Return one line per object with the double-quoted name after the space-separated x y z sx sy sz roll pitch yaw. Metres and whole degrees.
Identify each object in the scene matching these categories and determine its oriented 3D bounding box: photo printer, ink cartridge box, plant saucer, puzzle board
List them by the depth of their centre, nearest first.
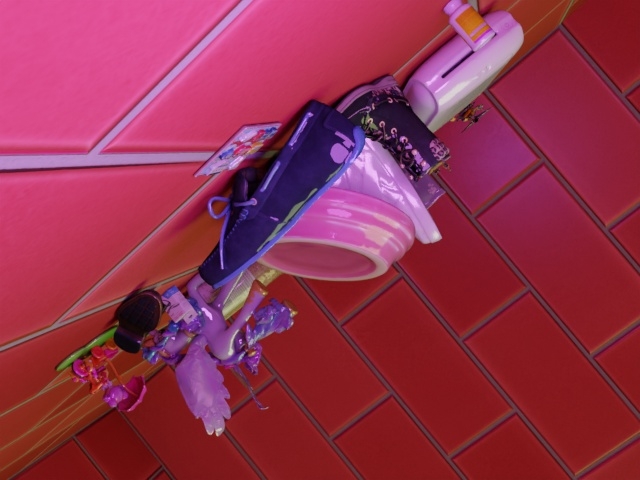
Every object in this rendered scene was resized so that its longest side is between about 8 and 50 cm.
-0.106 -0.120 0.993 0.096 0.011 0.128 -41 176 20 "puzzle board"
0.000 0.000 1.336 0.332 0.332 0.084 133 -33 -69 "plant saucer"
0.281 -0.340 1.568 0.256 0.107 0.307 -40 177 -8 "photo printer"
-0.318 0.149 1.669 0.048 0.083 0.028 -42 176 36 "ink cartridge box"

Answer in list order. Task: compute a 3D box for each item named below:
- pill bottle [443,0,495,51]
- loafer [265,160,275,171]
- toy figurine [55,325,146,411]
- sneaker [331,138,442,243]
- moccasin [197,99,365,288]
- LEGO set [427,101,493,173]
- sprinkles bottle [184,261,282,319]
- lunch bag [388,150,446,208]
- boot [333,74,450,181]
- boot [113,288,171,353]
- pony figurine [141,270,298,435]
0.230 -0.340 1.172 0.043 0.083 0.043 -40 177 -2 "pill bottle"
-0.048 -0.117 1.306 0.061 0.062 0.170 -45 178 0 "loafer"
-0.432 0.283 1.536 0.130 0.159 0.173 -41 176 22 "toy figurine"
0.086 -0.080 1.397 0.169 0.292 0.108 -37 -170 7 "sneaker"
-0.079 -0.072 1.134 0.342 0.117 0.138 -45 -172 16 "moccasin"
0.293 -0.268 1.980 0.331 0.192 0.255 -41 177 23 "LEGO set"
-0.227 0.116 1.971 0.355 0.121 0.121 -38 177 -14 "sprinkles bottle"
0.113 -0.115 1.594 0.169 0.235 0.287 -42 177 -8 "lunch bag"
0.111 -0.173 1.253 0.085 0.178 0.236 -42 177 42 "boot"
-0.338 0.126 1.451 0.219 0.082 0.106 -49 -167 48 "boot"
-0.235 0.240 1.777 0.363 0.351 0.303 -45 164 11 "pony figurine"
